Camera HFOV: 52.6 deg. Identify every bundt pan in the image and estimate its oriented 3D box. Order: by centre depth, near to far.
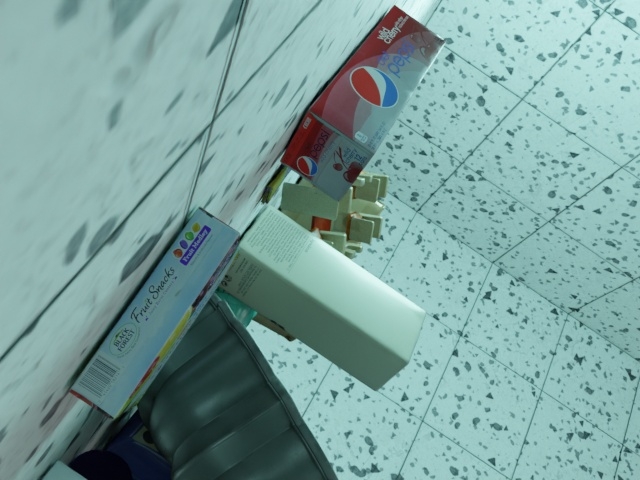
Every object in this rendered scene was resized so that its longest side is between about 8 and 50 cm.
[{"bbox_3d":[-0.085,0.224,0.669,0.124,0.331,0.331,-30,174,-15],"label":"bundt pan"}]

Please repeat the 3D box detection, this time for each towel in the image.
[{"bbox_3d":[-0.046,-0.083,0.793,0.083,0.009,0.060,-57,-179,-19],"label":"towel"}]

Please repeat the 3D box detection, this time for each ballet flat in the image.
[{"bbox_3d":[-0.117,0.073,1.001,0.247,0.083,0.087,-68,178,-75],"label":"ballet flat"}]

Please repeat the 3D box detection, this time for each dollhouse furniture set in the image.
[{"bbox_3d":[0.000,0.000,1.080,0.262,0.135,0.259,-27,126,-66],"label":"dollhouse furniture set"}]

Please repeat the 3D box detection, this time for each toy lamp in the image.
[{"bbox_3d":[-0.284,0.336,0.735,0.275,0.080,0.080,-56,-179,38],"label":"toy lamp"}]

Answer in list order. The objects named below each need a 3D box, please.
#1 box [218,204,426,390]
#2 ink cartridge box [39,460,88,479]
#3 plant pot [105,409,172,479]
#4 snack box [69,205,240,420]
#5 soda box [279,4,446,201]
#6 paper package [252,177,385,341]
[{"bbox_3d":[0.003,0.080,0.900,0.094,0.275,0.113,-52,-177,42],"label":"box"},{"bbox_3d":[-0.168,0.350,0.566,0.201,0.278,0.117,-55,-179,41],"label":"ink cartridge box"},{"bbox_3d":[-0.191,0.333,0.899,0.212,0.236,0.236,-56,179,24],"label":"plant pot"},{"bbox_3d":[-0.109,0.051,0.456,0.141,0.037,0.100,-57,-177,-12],"label":"snack box"},{"bbox_3d":[0.057,-0.169,0.759,0.263,0.083,0.092,-58,-177,-41],"label":"soda box"},{"bbox_3d":[-0.035,0.017,1.356,0.325,0.168,0.309,-57,-178,0],"label":"paper package"}]
